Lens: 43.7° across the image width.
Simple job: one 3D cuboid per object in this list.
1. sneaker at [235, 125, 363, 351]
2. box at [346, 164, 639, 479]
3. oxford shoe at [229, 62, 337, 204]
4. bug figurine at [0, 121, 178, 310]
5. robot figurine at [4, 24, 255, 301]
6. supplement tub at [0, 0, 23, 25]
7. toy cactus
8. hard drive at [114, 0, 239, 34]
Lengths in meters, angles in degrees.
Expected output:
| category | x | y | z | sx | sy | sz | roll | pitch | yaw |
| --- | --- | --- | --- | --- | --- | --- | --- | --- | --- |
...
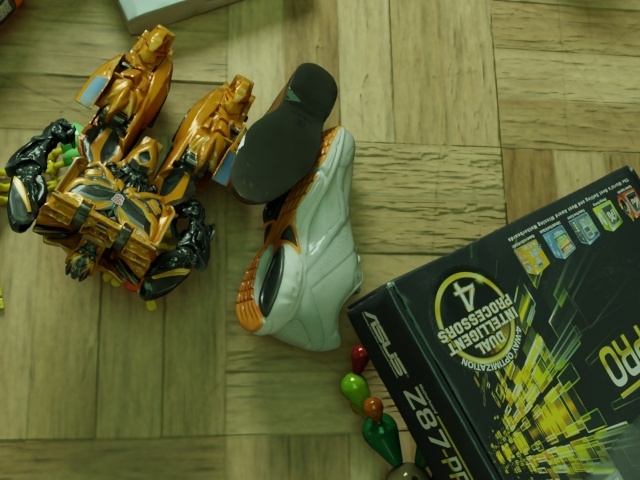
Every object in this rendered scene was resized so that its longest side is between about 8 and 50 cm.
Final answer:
| category | x | y | z | sx | sy | sz | roll | pitch | yaw |
| --- | --- | --- | --- | --- | --- | --- | --- | --- | --- |
| sneaker | 0.000 | 0.000 | 0.873 | 0.121 | 0.099 | 0.262 | 32 | 63 | -29 |
| box | 0.260 | 0.125 | 0.817 | 0.395 | 0.097 | 0.318 | -22 | 82 | -34 |
| oxford shoe | -0.044 | -0.102 | 0.858 | 0.076 | 0.076 | 0.212 | 38 | 47 | -10 |
| bug figurine | -0.291 | -0.007 | 0.822 | 0.279 | 0.072 | 0.216 | -15 | 80 | -13 |
| robot figurine | -0.179 | -0.082 | 0.801 | 0.211 | 0.085 | 0.291 | 29 | 50 | -12 |
| supplement tub | -0.388 | -0.262 | 0.849 | 0.106 | 0.106 | 0.198 | 35 | 73 | 0 |
| toy cactus | 0.105 | 0.218 | 0.837 | 0.219 | 0.112 | 0.180 | 25 | 93 | -6 |
| hard drive | -0.187 | -0.442 | 0.956 | 0.233 | 0.047 | 0.353 | -23 | 81 | -14 |
